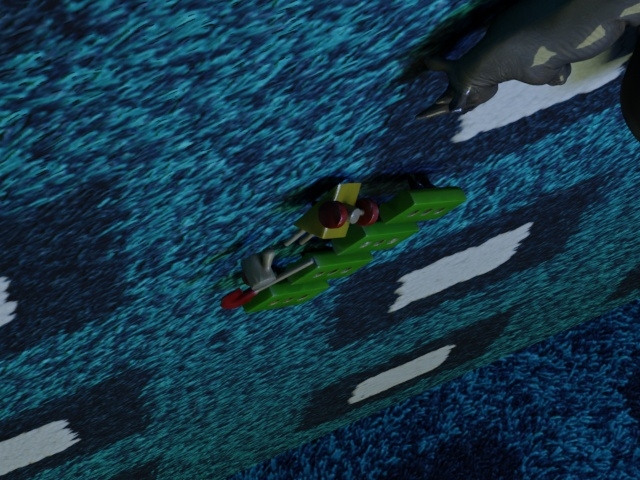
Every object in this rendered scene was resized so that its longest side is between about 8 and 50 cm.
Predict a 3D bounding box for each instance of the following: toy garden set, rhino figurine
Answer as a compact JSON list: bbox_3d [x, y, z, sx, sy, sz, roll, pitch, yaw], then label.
[{"bbox_3d":[0.000,0.000,1.531,0.244,0.049,0.204,-33,165,32],"label":"toy garden set"},{"bbox_3d":[0.176,-0.161,1.197,0.243,0.073,0.106,-29,169,22],"label":"rhino figurine"}]

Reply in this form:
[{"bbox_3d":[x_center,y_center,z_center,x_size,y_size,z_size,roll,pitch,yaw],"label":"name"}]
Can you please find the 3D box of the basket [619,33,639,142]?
[{"bbox_3d":[0.358,-0.160,1.354,0.204,0.154,0.227,-34,171,-9],"label":"basket"}]
